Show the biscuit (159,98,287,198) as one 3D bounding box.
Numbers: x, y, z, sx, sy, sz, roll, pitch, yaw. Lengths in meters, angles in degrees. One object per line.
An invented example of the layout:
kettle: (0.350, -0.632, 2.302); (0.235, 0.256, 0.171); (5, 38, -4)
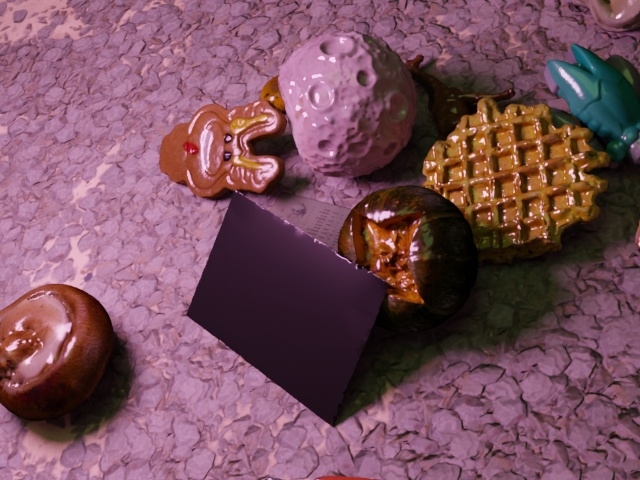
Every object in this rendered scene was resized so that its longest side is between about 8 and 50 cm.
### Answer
biscuit: (-0.189, -0.167, 2.019); (0.295, 0.044, 0.186); (-6, 76, 35)

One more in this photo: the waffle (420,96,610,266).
waffle: (0.304, -0.084, 1.767); (0.312, 0.060, 0.307); (27, 87, 34)

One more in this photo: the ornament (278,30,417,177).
ornament: (0.052, -0.241, 1.897); (0.225, 0.259, 0.259); (-16, 51, -2)

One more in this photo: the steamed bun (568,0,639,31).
steamed bun: (0.547, -0.567, 1.959); (0.394, 0.237, 0.347); (2, 57, 22)

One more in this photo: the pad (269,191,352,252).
pad: (0.000, 0.000, 1.901); (0.265, 0.009, 0.160); (16, 62, 29)

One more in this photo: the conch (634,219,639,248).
conch: (0.581, -0.080, 1.683); (0.158, 0.127, 0.255); (43, 98, 1)

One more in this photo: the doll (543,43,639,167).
doll: (0.461, -0.198, 1.800); (0.195, 0.153, 0.258); (-9, 68, -8)

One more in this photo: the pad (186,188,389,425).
pad: (-0.064, 0.100, 1.766); (0.367, 0.007, 0.248); (31, 106, 36)

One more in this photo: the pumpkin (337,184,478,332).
pumpkin: (0.139, 0.028, 1.711); (0.238, 0.159, 0.238); (0, 90, 35)

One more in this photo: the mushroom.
mushroom: (-0.465, 0.188, 1.848); (0.253, 0.153, 0.253); (-12, 53, 16)

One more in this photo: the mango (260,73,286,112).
mango: (-0.069, -0.292, 2.114); (0.079, 0.057, 0.114); (20, 56, 36)

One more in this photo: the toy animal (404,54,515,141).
toy animal: (0.236, -0.261, 1.967); (0.229, 0.066, 0.224); (-1, 55, 26)

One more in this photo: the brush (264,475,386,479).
brush: (0.067, 0.379, 1.575); (0.323, 0.051, 0.070); (6, 64, 21)
